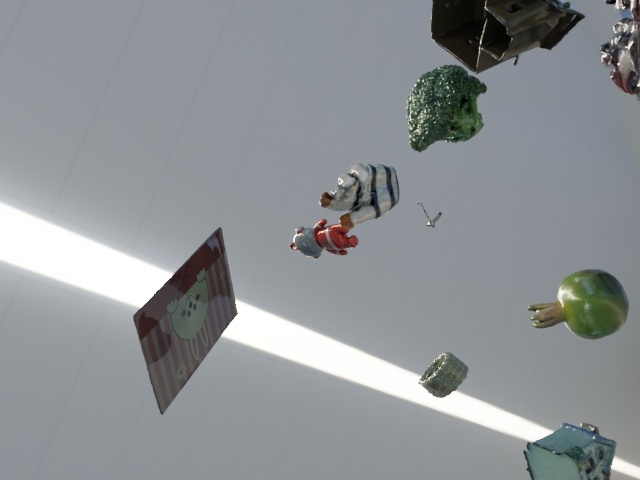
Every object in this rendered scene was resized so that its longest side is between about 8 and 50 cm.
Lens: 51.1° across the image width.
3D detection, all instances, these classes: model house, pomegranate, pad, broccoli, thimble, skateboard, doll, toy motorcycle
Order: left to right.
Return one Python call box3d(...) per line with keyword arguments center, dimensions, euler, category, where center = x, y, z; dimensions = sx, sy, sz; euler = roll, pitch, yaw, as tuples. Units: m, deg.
box3d(center=(-0.223, 0.131, 1.177), dimensions=(0.299, 0.005, 0.202), euler=(-55, -37, -56), category="pad")
box3d(center=(0.000, 0.000, 2.047), dimensions=(0.142, 0.245, 0.076), euler=(57, -134, -23), category="doll")
box3d(center=(0.315, -0.086, 1.926), dimensions=(0.064, 0.032, 0.083), euler=(-46, -61, -24), category="skateboard")
box3d(center=(0.240, -0.254, 1.314), dimensions=(0.156, 0.195, 0.195), euler=(43, -119, -15), category="broccoli")
box3d(center=(0.267, 0.296, 1.460), dimensions=(0.110, 0.062, 0.084), euler=(-51, 0, 27), category="thimble")
box3d(center=(0.338, -0.402, 1.090), dimensions=(0.243, 0.204, 0.211), euler=(-26, -34, -15), category="model house")
box3d(center=(0.825, 0.212, 2.149), dimensions=(0.236, 0.302, 0.235), euler=(-12, -90, -86), category="pomegranate")
box3d(center=(0.428, 0.361, 1.086), dimensions=(0.149, 0.119, 0.148), euler=(-25, -80, -27), category="model house")
box3d(center=(0.665, -0.479, 1.401), dimensions=(0.134, 0.207, 0.400), euler=(-10, -71, -5), category="toy motorcycle")

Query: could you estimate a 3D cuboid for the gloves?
box3d(center=(0.086, -0.118, 1.627), dimensions=(0.219, 0.131, 0.140), euler=(-8, -59, -26), category="gloves")
